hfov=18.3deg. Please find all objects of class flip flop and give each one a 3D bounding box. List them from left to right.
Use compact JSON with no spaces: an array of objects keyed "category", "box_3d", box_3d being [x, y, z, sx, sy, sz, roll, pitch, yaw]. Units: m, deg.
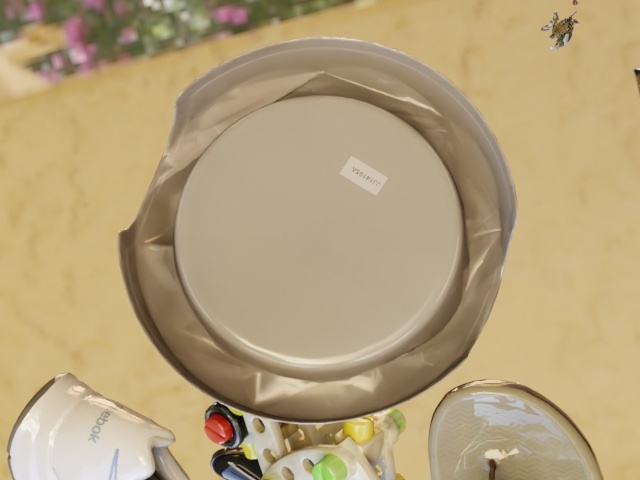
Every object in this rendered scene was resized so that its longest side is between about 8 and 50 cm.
[{"category":"flip flop","box_3d":[0.128,0.225,1.251,0.080,0.112,0.277,-2,-93,-77]}]

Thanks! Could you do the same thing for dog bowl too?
[{"category":"dog bowl","box_3d":[0.000,0.000,1.743,0.102,0.349,0.348,81,177,-74]}]

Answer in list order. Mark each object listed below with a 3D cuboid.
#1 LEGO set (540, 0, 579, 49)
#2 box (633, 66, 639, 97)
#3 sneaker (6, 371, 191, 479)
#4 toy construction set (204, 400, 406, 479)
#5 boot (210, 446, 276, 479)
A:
[{"category":"LEGO set","box_3d":[0.286,-0.253,2.303,0.023,0.083,0.054,36,171,-35]},{"category":"box","box_3d":[0.443,-0.174,2.047,0.220,0.175,0.051,-148,42,-77]},{"category":"sneaker","box_3d":[-0.140,0.234,1.517,0.111,0.129,0.297,-52,-38,-32]},{"category":"toy construction set","box_3d":[-0.020,0.123,1.886,0.151,0.215,0.327,-14,-82,-46]},{"category":"boot","box_3d":[-0.058,0.268,2.019,0.099,0.121,0.045,-83,14,-46]}]
